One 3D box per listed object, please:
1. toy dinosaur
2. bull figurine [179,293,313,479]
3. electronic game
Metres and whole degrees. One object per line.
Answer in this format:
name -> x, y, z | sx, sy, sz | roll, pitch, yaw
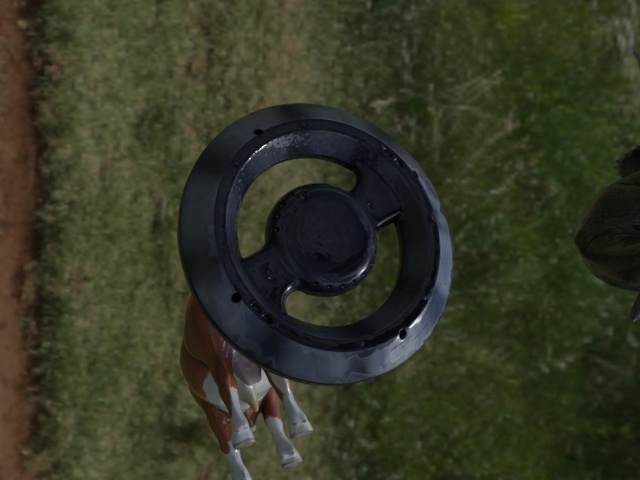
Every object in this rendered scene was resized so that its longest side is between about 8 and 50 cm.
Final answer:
toy dinosaur -> 0.236, -0.007, 0.767 | 0.313, 0.160, 0.121 | -45, 134, -41
bull figurine -> -0.082, 0.139, 1.181 | 0.310, 0.101, 0.188 | 89, -21, -67
electronic game -> 0.000, 0.000, 0.919 | 0.229, 0.048, 0.229 | 8, 69, -21
